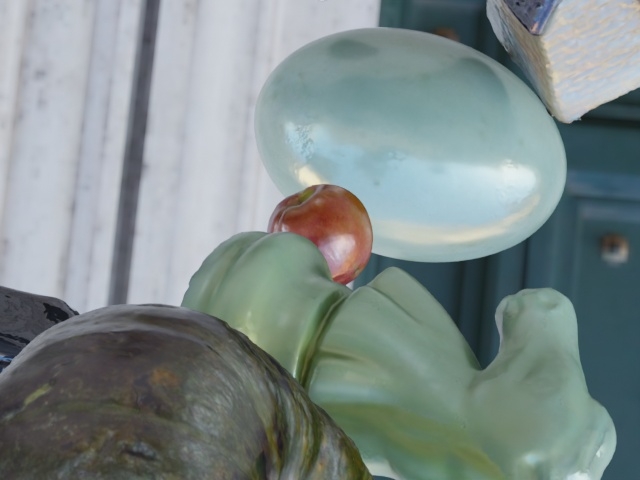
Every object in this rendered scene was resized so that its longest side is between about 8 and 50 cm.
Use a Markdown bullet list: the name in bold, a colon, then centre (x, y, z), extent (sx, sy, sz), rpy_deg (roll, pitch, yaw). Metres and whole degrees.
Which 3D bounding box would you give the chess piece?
- **chess piece**: centre (0.060, 0.096, 1.238), extent (0.298, 0.176, 0.176), rpy_deg (12, 177, 25)

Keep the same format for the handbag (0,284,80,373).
- **handbag**: centre (-0.408, 0.189, 1.899), extent (0.275, 0.302, 0.178), rpy_deg (11, -149, -18)

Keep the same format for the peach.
- **peach**: centre (0.001, 0.001, 1.631), extent (0.100, 0.101, 0.101), rpy_deg (6, 174, 1)

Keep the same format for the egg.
- **egg**: centre (0.109, -0.115, 2.226), extent (0.389, 0.276, 0.276), rpy_deg (17, 173, -4)

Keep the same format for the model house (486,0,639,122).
- **model house**: centre (0.330, -0.330, 2.048), extent (0.298, 0.243, 0.284), rpy_deg (-29, 146, 0)

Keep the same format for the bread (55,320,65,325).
- **bread**: centre (-0.173, 0.239, 1.488), extent (0.251, 0.377, 0.208), rpy_deg (40, -152, 31)

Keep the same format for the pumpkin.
- **pumpkin**: centre (-0.116, 0.160, 1.083), extent (0.242, 0.232, 0.325), rpy_deg (-29, 175, 20)
